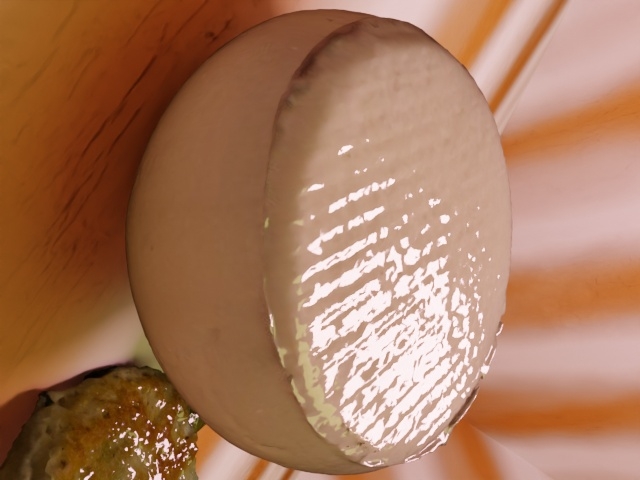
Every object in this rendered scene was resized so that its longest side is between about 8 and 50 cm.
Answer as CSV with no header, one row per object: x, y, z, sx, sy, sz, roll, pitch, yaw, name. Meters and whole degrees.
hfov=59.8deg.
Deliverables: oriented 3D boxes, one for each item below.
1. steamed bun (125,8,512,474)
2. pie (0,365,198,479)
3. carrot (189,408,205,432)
0.000,0.000,0.488,0.374,0.241,0.374,-4,95,-52,steamed bun
-0.183,0.295,0.502,0.296,0.078,0.371,47,32,-64,pie
-0.227,0.254,0.662,0.358,0.074,0.074,-35,152,-47,carrot
